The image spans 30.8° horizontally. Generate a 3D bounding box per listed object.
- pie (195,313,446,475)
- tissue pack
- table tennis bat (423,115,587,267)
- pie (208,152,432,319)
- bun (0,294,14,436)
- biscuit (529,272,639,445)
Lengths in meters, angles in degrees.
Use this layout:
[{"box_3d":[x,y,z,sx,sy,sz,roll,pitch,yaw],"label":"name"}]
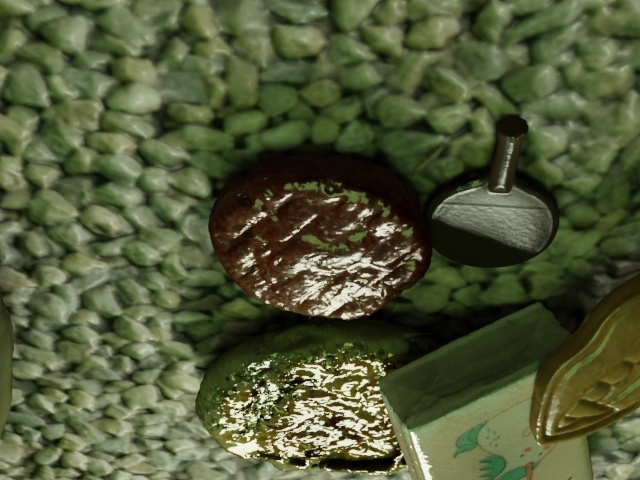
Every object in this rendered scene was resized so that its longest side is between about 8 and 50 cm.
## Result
[{"box_3d":[0.018,0.157,1.115,0.274,0.055,0.274,-1,142,-1],"label":"pie"},{"box_3d":[0.170,0.205,1.107,0.170,0.071,0.325,-27,138,-5],"label":"tissue pack"},{"box_3d":[0.133,0.008,0.875,0.107,0.119,0.170,3,142,1],"label":"table tennis bat"},{"box_3d":[0.000,0.000,0.933,0.182,0.049,0.182,4,139,3],"label":"pie"},{"box_3d":[-0.436,0.091,0.958,0.365,0.219,0.365,-9,138,-9],"label":"bun"},{"box_3d":[0.259,0.097,0.981,0.142,0.029,0.221,22,116,-41],"label":"biscuit"}]
